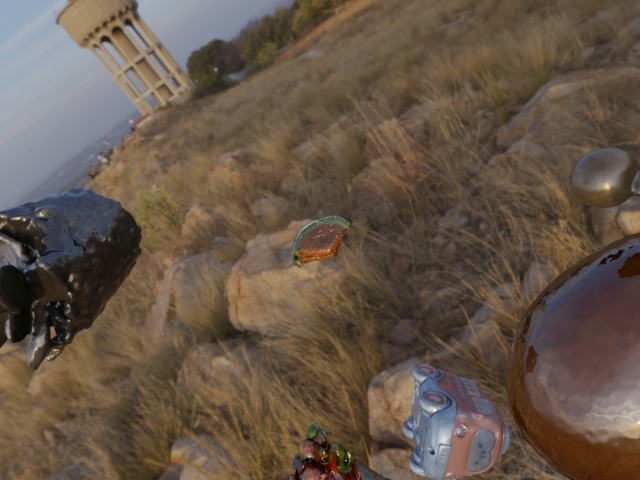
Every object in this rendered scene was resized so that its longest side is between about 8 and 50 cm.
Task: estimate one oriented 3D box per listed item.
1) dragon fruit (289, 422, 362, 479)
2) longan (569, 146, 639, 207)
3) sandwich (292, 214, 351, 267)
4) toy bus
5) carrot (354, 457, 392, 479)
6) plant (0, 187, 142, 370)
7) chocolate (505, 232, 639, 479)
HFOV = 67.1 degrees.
[{"bbox_3d":[0.017,0.377,0.762,0.138,0.175,0.142,6,19,30],"label":"dragon fruit"},{"bbox_3d":[0.491,-0.106,0.821,0.119,0.106,0.106,24,61,43],"label":"longan"},{"bbox_3d":[0.002,-0.004,0.715,0.101,0.026,0.069,-17,53,29],"label":"sandwich"},{"bbox_3d":[0.340,0.451,1.205,0.232,0.197,0.294,7,12,1],"label":"toy bus"},{"bbox_3d":[0.145,0.635,1.259,0.070,0.070,0.342,-44,16,-18],"label":"carrot"},{"bbox_3d":[-0.433,0.046,0.773,0.276,0.189,0.199,-62,-8,-48],"label":"plant"},{"bbox_3d":[0.207,0.072,0.316,0.177,0.176,0.176,-29,25,15],"label":"chocolate"}]
